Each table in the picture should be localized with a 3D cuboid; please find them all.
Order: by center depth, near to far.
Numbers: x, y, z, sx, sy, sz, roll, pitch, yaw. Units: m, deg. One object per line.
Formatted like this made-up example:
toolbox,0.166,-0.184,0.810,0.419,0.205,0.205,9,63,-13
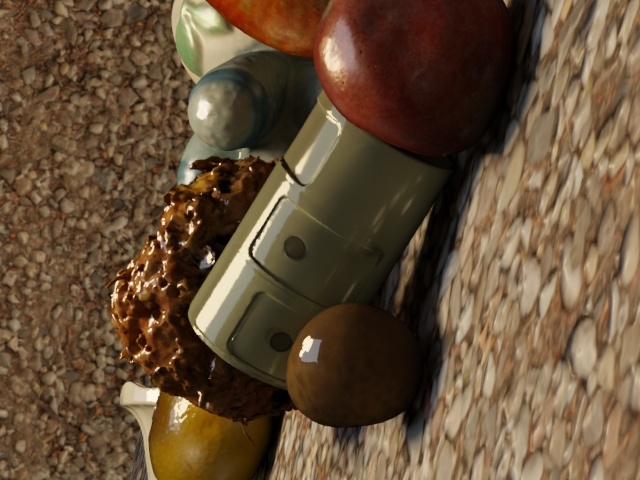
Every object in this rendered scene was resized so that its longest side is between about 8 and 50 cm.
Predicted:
table,0.000,0.000,1.423,0.220,0.126,0.126,-58,14,15

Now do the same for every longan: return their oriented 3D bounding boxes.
longan,0.027,0.101,1.357,0.092,0.113,0.113,-94,18,-49

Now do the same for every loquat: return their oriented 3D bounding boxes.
loquat,-0.123,0.208,1.999,0.152,0.152,0.195,-92,9,-58

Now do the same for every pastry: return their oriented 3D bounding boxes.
pastry,-0.081,0.045,1.622,0.193,0.275,0.274,-6,68,47

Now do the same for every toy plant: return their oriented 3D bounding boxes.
toy plant,-0.043,-0.131,1.826,0.247,0.247,0.332,114,159,-50

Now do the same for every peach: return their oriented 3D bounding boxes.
peach,0.072,-0.126,1.313,0.152,0.152,0.152,-167,90,-81

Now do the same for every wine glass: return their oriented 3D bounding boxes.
wine glass,-0.186,0.282,2.247,0.165,0.165,0.196,146,132,-77

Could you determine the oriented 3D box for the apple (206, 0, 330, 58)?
apple,0.002,-0.309,1.547,0.301,0.302,0.301,-167,90,-81
